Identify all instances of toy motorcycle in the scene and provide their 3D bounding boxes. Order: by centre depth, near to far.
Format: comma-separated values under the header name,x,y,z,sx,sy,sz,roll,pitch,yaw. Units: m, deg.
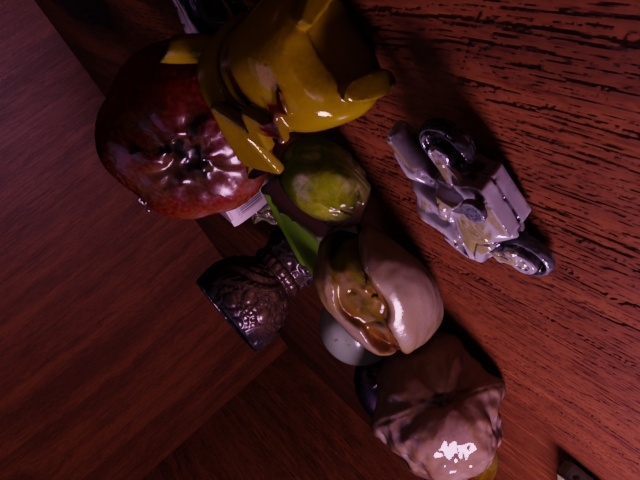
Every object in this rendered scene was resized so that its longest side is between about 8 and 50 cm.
name,x,y,z,sx,sy,sz,roll,pitch,yaw
toy motorcycle,0.156,-0.042,0.687,0.229,0.074,0.151,45,164,-23

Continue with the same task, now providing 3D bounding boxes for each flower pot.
name,x,y,z,sx,sy,sz,roll,pitch,yaw
flower pot,-0.160,0.124,1.739,0.266,0.267,0.267,46,165,16

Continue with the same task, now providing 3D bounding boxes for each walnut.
name,x,y,z,sx,sy,sz,roll,pitch,yaw
walnut,0.207,0.295,1.118,0.273,0.227,0.273,44,171,9

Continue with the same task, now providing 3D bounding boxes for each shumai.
name,x,y,z,sx,sy,sz,roll,pitch,yaw
shumai,-0.131,-0.071,1.496,0.124,0.087,0.099,49,165,-5

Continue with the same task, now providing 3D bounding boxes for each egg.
name,x,y,z,sx,sy,sz,roll,pitch,yaw
egg,0.073,0.161,1.197,0.149,0.149,0.192,44,-179,22

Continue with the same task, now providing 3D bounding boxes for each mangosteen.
name,x,y,z,sx,sy,sz,roll,pitch,yaw
mangosteen,0.181,0.315,1.400,0.194,0.194,0.230,39,-171,36

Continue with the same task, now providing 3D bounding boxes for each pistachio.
name,x,y,z,sx,sy,sz,roll,pitch,yaw
pistachio,0.099,0.076,1.001,0.288,0.166,0.197,56,-154,-49

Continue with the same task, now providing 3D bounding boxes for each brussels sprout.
name,x,y,z,sx,sy,sz,roll,pitch,yaw
brussels sprout,0.006,-0.090,0.942,0.155,0.118,0.155,25,179,0

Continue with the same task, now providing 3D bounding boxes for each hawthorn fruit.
name,x,y,z,sx,sy,sz,roll,pitch,yaw
hawthorn fruit,-0.198,-0.202,1.051,0.285,0.284,0.369,54,-155,-18

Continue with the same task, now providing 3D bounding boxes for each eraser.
name,x,y,z,sx,sy,sz,roll,pitch,yaw
eraser,0.000,0.000,1.270,0.210,0.092,0.274,40,165,36

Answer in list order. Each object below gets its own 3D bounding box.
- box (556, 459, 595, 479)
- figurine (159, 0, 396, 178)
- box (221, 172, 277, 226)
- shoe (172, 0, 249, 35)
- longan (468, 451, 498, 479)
name,x,y,z,sx,sy,sz,roll,pitch,yaw
box,0.512,0.512,1.120,0.210,0.045,0.270,37,162,41
figurine,-0.056,-0.188,0.756,0.218,0.169,0.326,59,163,-19
box,-0.253,-0.201,1.414,0.333,0.145,0.173,40,161,37
shoe,-0.157,-0.353,0.843,0.106,0.091,0.207,-3,126,45
longan,0.335,0.512,1.442,0.154,0.176,0.145,19,135,-25
